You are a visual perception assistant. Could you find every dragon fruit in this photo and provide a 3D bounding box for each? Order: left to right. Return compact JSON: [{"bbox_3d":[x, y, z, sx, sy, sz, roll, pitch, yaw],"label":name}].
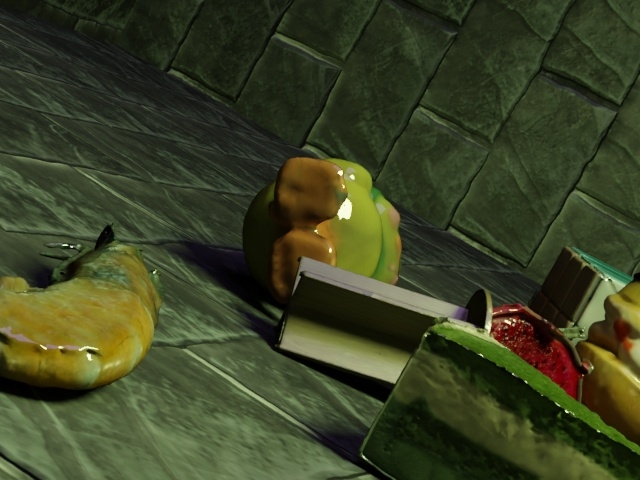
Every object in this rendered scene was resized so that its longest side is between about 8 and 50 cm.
[{"bbox_3d":[0.239,0.150,1.871,0.274,0.161,0.126,22,12,-25],"label":"dragon fruit"}]

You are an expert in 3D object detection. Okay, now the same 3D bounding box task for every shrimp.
[{"bbox_3d":[-0.264,0.033,1.276,0.272,0.085,0.445,23,12,2],"label":"shrimp"}]

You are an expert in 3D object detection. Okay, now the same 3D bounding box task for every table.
[{"bbox_3d":[0.066,0.105,1.679,0.226,0.167,0.167,18,9,-5],"label":"table"}]

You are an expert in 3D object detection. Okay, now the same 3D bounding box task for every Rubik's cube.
[{"bbox_3d":[0.453,0.168,2.252,0.231,0.221,0.224,26,8,-9],"label":"Rubik's cube"}]

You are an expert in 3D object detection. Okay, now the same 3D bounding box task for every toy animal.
[{"bbox_3d":[-0.002,0.000,1.928,0.191,0.216,0.338,2,-4,19],"label":"toy animal"}]

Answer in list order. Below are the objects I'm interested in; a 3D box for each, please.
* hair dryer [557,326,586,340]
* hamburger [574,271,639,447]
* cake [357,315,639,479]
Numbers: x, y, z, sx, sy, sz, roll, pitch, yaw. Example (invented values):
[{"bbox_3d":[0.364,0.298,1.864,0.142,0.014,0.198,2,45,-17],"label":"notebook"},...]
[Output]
[{"bbox_3d":[0.273,0.147,1.991,0.237,0.075,0.206,-12,-24,36],"label":"hair dryer"},{"bbox_3d":[0.460,0.211,1.950,0.276,0.237,0.276,42,-1,1],"label":"hamburger"},{"bbox_3d":[0.205,0.209,1.396,0.283,0.158,0.172,31,7,12],"label":"cake"}]
